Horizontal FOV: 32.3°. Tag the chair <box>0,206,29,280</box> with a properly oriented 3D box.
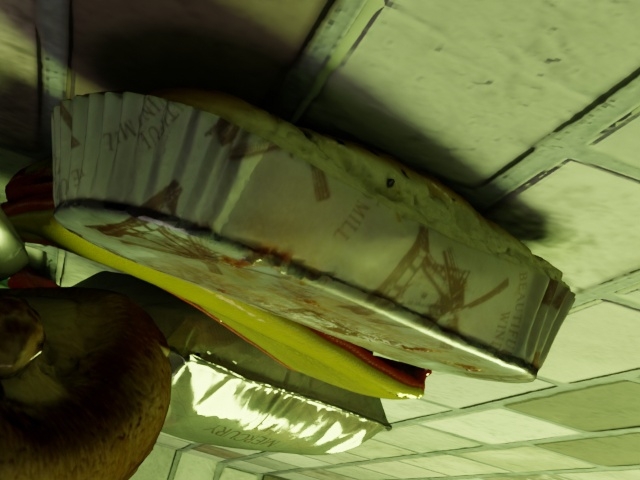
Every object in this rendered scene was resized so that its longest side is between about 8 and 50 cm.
[{"bbox_3d":[-0.296,-0.028,0.528,0.272,0.166,0.188,-16,171,-16],"label":"chair"}]

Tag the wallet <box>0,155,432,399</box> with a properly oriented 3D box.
[{"bbox_3d":[-0.057,0.017,0.640,0.241,0.067,0.141,30,163,-30],"label":"wallet"}]

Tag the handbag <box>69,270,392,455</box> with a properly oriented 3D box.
[{"bbox_3d":[-0.080,0.096,0.828,0.182,0.117,0.270,15,172,39],"label":"handbag"}]

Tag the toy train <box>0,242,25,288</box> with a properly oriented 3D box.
[{"bbox_3d":[-0.281,0.033,0.770,0.194,0.125,0.080,2,163,40],"label":"toy train"}]

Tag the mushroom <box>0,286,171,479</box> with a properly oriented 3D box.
[{"bbox_3d":[-0.192,0.102,0.609,0.194,0.138,0.231,-11,-175,43],"label":"mushroom"}]

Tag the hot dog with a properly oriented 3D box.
[{"bbox_3d":[0.000,0.000,0.501,0.268,0.075,0.144,23,167,-38],"label":"hot dog"}]

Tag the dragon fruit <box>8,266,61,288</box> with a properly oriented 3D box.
[{"bbox_3d":[-0.265,0.104,0.897,0.172,0.172,0.209,20,-158,-18],"label":"dragon fruit"}]
